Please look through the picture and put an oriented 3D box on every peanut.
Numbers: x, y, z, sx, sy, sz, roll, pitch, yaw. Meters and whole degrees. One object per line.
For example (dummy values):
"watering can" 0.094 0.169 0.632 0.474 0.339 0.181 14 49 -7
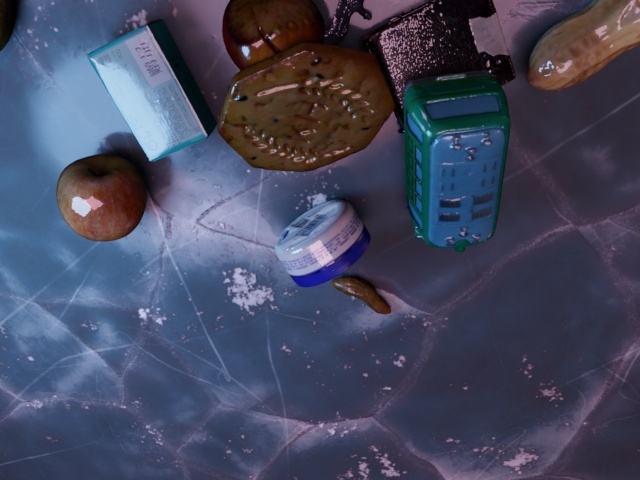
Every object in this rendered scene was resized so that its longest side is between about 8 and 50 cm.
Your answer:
"peanut" 0.522 -0.392 0.970 0.313 0.149 0.149 -34 112 21

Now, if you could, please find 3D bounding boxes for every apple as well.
"apple" -0.487 -0.093 1.183 0.188 0.188 0.174 14 130 -4

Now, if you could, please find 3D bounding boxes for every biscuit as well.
"biscuit" -0.026 -0.242 1.040 0.358 0.046 0.359 -8 153 -4

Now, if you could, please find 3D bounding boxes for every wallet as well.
"wallet" 0.237 -0.361 1.052 0.262 0.071 0.221 -24 114 10

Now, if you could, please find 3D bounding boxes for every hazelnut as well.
"hazelnut" -0.089 -0.375 1.004 0.207 0.208 0.208 2 119 3

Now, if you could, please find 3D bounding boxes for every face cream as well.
"face cream" 0.000 0.000 1.186 0.205 0.206 0.111 -30 110 18

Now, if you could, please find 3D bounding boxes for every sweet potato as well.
"sweet potato" 0.115 0.137 1.343 0.182 0.053 0.054 32 77 -16

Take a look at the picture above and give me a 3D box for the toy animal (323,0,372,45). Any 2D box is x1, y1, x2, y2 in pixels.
"toy animal" 0.058 -0.460 1.010 0.108 0.062 0.220 41 108 -17

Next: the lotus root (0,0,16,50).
"lotus root" -0.658 -0.470 1.020 0.122 0.124 0.241 20 118 5

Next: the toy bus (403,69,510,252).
"toy bus" 0.268 -0.143 1.052 0.183 0.200 0.344 -8 133 2

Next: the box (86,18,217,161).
"box" -0.345 -0.310 1.105 0.153 0.092 0.245 -19 117 13
